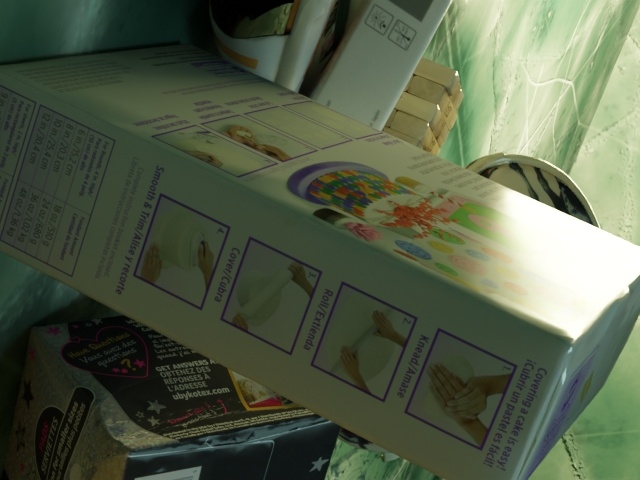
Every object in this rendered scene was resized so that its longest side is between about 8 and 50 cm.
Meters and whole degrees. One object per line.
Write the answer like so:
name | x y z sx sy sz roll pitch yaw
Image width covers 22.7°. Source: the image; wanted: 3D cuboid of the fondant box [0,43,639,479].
fondant box | 0.000 0.000 0.877 0.238 0.330 0.096 -24 136 -67

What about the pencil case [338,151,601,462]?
pencil case | 0.113 0.081 1.468 0.410 0.159 0.184 128 -47 -63

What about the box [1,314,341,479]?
box | -0.114 0.182 1.040 0.163 0.142 0.247 -6 124 -35

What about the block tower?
block tower | 0.015 -0.015 1.351 0.336 0.097 0.091 -65 166 -6

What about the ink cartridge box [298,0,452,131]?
ink cartridge box | -0.008 -0.096 1.180 0.275 0.060 0.239 -61 -165 -15

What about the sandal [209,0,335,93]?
sandal | -0.026 -0.164 1.011 0.265 0.076 0.102 115 -3 -63
